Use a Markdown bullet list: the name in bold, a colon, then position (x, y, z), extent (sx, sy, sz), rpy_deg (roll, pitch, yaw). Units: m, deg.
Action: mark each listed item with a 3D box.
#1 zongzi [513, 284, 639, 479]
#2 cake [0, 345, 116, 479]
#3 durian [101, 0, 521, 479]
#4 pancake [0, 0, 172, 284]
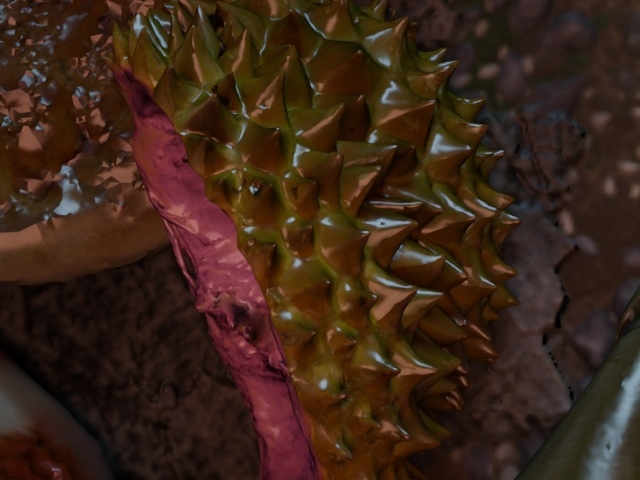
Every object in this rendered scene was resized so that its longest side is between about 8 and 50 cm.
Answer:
- **zongzi**: position (0.042, 0.170, 0.666), extent (0.260, 0.123, 0.289), rpy_deg (-7, 80, 17)
- **cake**: position (-0.237, 0.162, 0.634), extent (0.237, 0.309, 0.230), rpy_deg (46, 106, 4)
- **durian**: position (0.012, -0.004, 0.653), extent (0.186, 0.154, 0.260), rpy_deg (-38, 108, -23)
- **pancake**: position (-0.159, -0.104, 0.715), extent (0.283, 0.049, 0.282), rpy_deg (0, 86, 2)
